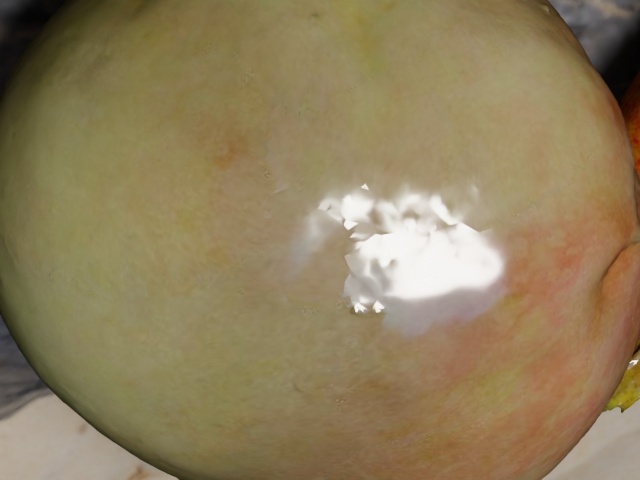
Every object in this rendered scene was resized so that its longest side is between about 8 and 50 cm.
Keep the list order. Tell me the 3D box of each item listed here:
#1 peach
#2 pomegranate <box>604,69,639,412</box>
[{"bbox_3d":[0.001,0.000,0.843,0.247,0.292,0.292,-49,133,-30],"label":"peach"},{"bbox_3d":[0.226,-0.009,0.951,0.221,0.221,0.257,24,115,-31],"label":"pomegranate"}]
